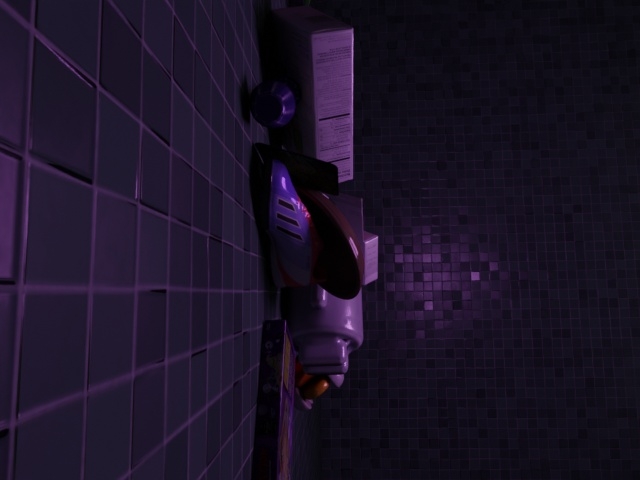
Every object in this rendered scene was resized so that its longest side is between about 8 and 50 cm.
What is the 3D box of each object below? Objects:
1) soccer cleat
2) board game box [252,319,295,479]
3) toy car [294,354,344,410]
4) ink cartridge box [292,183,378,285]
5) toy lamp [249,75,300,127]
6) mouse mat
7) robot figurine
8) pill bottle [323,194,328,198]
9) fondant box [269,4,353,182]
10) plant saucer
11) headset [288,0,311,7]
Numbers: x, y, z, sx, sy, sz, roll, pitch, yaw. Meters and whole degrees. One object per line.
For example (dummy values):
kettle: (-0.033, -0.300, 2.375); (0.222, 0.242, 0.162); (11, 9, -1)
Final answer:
soccer cleat: (-0.050, -0.026, 0.914); (0.318, 0.116, 0.109); (86, 5, -46)
board game box: (-0.082, 0.347, 0.890); (0.208, 0.056, 0.347); (77, 11, -57)
toy car: (-0.026, 0.381, 1.356); (0.136, 0.159, 0.182); (53, -3, 8)
ink cartridge box: (0.039, -0.037, 1.405); (0.296, 0.066, 0.261); (22, -56, 43)
toy lamp: (-0.078, -0.250, 0.859); (0.275, 0.080, 0.080); (-86, 175, -70)
mouse mat: (-0.038, -0.129, 0.901); (0.190, 0.152, 0.007); (77, 31, -78)
robot figurine: (0.010, 0.169, 1.266); (0.300, 0.199, 0.353); (85, 4, -58)
pill bottle: (-0.018, -0.078, 1.655); (0.121, 0.121, 0.216); (85, 5, -59)
fondant box: (-0.019, -0.320, 1.065); (0.238, 0.096, 0.330); (-125, -154, -48)
plant saucer: (0.000, 0.000, 1.014); (0.278, 0.041, 0.278); (43, -28, 29)
headset: (-0.057, -0.875, 1.411); (0.243, 0.185, 0.394); (-78, -178, -63)
